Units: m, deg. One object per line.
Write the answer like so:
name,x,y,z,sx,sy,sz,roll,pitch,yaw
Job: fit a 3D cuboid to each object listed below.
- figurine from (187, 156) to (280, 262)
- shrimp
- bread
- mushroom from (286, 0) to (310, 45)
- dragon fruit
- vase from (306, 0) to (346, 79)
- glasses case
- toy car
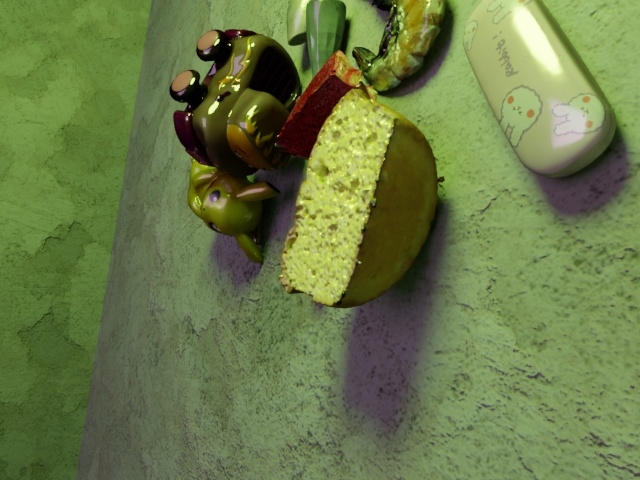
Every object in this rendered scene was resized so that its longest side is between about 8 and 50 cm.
figurine,-0.232,-0.093,1.234,0.327,0.169,0.218,46,135,51
shrimp,0.109,-0.424,0.929,0.365,0.071,0.233,56,133,45
bread,0.079,-0.051,0.785,0.194,0.179,0.340,25,100,51
mushroom,-0.027,-0.559,1.118,0.116,0.093,0.225,-154,71,-75
dragon fruit,0.036,-0.241,0.950,0.274,0.161,0.126,-34,27,55
vase,0.007,-0.393,1.040,0.086,0.086,0.214,7,96,54
glasses case,0.274,-0.216,0.639,0.113,0.075,0.297,-43,49,43
toy car,-0.152,-0.305,1.096,0.240,0.271,0.341,16,75,32
